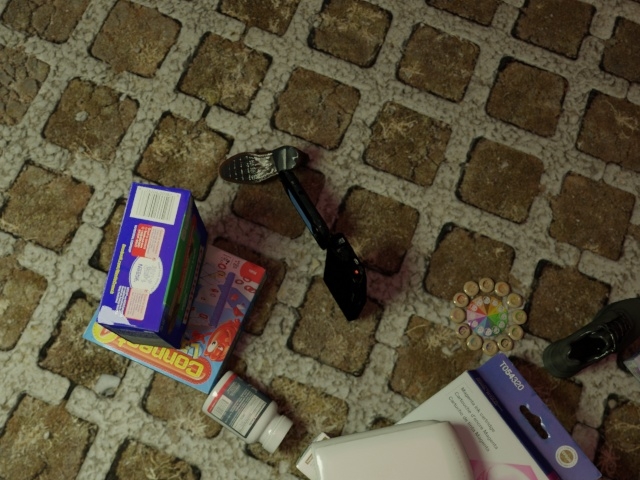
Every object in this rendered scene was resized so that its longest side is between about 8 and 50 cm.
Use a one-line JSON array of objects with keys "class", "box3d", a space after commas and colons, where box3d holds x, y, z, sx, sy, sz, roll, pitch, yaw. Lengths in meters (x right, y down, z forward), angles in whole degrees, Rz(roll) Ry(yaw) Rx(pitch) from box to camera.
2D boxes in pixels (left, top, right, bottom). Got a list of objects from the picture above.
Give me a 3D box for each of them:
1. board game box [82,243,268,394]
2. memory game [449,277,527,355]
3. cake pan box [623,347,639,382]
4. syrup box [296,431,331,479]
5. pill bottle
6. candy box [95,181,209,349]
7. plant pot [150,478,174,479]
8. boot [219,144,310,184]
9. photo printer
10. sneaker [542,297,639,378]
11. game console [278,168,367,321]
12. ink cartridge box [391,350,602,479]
[{"class": "board game box", "box3d": [-0.319, 0.147, 1.514, 0.308, 0.086, 0.302, 23, 74, 3]}, {"class": "memory game", "box3d": [0.396, 0.177, 1.585, 0.186, 0.012, 0.186, 1, 75, -3]}, {"class": "cake pan box", "box3d": [0.876, 0.307, 1.548, 0.266, 0.070, 0.246, -35, 77, -12]}, {"class": "syrup box", "box3d": [0.064, 0.517, 1.428, 0.236, 0.093, 0.096, 38, 76, 7]}, {"class": "pill bottle", "box3d": [-0.154, 0.374, 1.449, 0.180, 0.108, 0.108, 34, 75, 6]}, {"class": "candy box", "box3d": [-0.318, 0.066, 1.327, 0.122, 0.317, 0.269, 11, 75, -2]}, {"class": "plant pot", "box3d": [-0.300, 0.633, 1.333, 0.215, 0.215, 0.231, 18, 88, 2]}, {"class": "boot", "box3d": [-0.132, -0.180, 1.631, 0.219, 0.106, 0.082, -7, 92, 23]}, {"class": "photo printer", "box3d": [0.153, 0.498, 1.326, 0.307, 0.107, 0.256, -10, 74, -2]}, {"class": "sneaker", "box3d": [0.648, 0.220, 1.528, 0.286, 0.130, 0.109, -32, 77, -12]}, {"class": "game console", "box3d": [0.000, 0.000, 1.519, 0.043, 0.213, 0.361, -25, 66, -15]}, {"class": "ink cartridge box", "box3d": [0.349, 0.450, 1.407, 0.330, 0.071, 0.324, -39, 66, 3]}]
